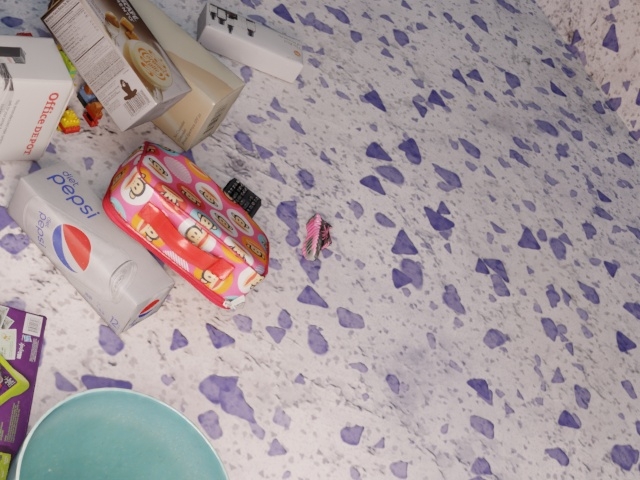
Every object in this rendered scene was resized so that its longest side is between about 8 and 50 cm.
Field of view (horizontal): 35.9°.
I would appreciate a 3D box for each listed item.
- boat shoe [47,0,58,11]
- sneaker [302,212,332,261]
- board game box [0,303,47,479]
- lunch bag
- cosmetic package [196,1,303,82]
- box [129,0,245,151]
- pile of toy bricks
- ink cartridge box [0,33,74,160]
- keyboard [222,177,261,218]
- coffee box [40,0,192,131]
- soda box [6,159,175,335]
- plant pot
[{"bbox_3d":[-0.477,-0.516,1.997,0.120,0.122,0.324,30,32,-3],"label":"boat shoe"},{"bbox_3d":[0.000,0.000,1.922,0.057,0.047,0.119,35,40,-23],"label":"sneaker"},{"bbox_3d":[-0.499,0.222,1.330,0.208,0.056,0.346,22,42,-25],"label":"board game box"},{"bbox_3d":[-0.214,-0.022,1.630,0.293,0.120,0.258,41,13,-17],"label":"lunch bag"},{"bbox_3d":[-0.155,-0.441,2.202,0.239,0.060,0.099,18,45,-23],"label":"cosmetic package"},{"bbox_3d":[-0.317,-0.338,1.918,0.311,0.148,0.121,40,40,4],"label":"box"},{"bbox_3d":[-0.470,-0.302,1.797,0.118,0.105,0.212,-19,66,-46],"label":"pile of toy bricks"},{"bbox_3d":[-0.564,-0.227,1.583,0.273,0.197,0.114,-4,56,-40],"label":"ink cartridge box"},{"bbox_3d":[-0.182,-0.058,1.850,0.108,0.023,0.180,35,39,-4],"label":"keyboard"},{"bbox_3d":[-0.364,-0.333,1.776,0.246,0.098,0.141,55,26,-3],"label":"coffee box"},{"bbox_3d":[-0.371,0.009,1.590,0.286,0.091,0.098,47,41,10],"label":"soda box"},{"bbox_3d":[-0.280,0.358,1.239,0.290,0.195,0.290,26,42,-25],"label":"plant pot"}]
